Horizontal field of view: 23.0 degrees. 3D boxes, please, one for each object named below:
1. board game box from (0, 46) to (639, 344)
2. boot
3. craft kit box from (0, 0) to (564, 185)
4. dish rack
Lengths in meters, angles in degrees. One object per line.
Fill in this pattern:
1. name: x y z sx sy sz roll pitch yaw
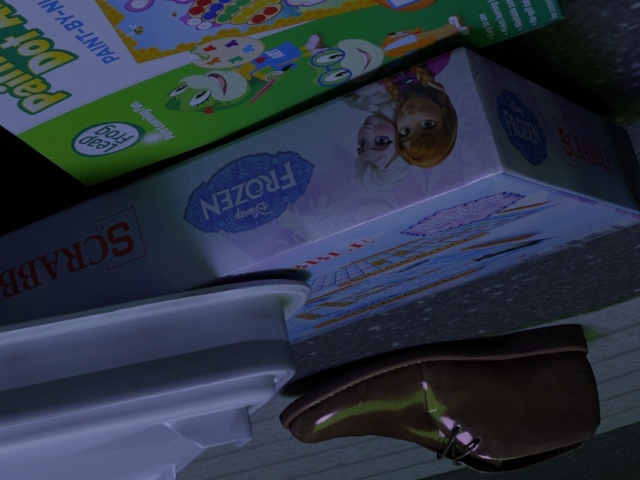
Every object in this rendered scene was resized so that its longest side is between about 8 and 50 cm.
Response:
1. board game box: 0.000 0.000 0.895 0.319 0.065 0.318 -21 169 21
2. boot: 0.117 0.161 1.444 0.305 0.115 0.112 -9 162 -15
3. craft kit box: -0.040 -0.117 0.637 0.247 0.061 0.250 -16 161 12
4. dish rack: -0.163 0.114 0.861 0.286 0.072 0.333 -11 167 -20
